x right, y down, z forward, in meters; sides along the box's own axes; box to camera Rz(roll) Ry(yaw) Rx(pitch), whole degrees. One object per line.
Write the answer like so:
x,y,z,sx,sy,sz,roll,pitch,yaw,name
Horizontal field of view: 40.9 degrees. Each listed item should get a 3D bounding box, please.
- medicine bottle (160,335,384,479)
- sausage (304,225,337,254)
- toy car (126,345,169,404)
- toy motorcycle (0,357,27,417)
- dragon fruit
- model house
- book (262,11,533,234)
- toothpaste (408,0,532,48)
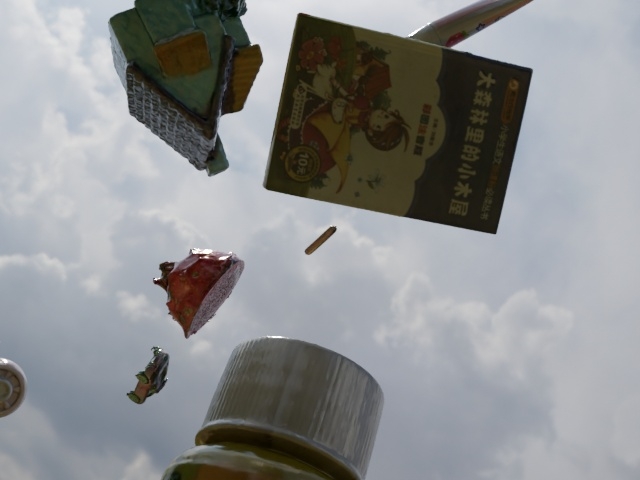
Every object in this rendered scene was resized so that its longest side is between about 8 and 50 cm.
-0.069,0.307,0.879,0.224,0.384,0.224,14,-34,10,medicine bottle
0.000,0.000,1.486,0.015,0.015,0.100,44,-45,-4,sausage
-0.307,0.250,1.559,0.055,0.069,0.142,31,-41,-1,toy car
-0.461,0.128,1.005,0.254,0.112,0.112,29,-32,-25,toy motorcycle
-0.199,0.058,1.325,0.111,0.153,0.153,33,-38,5,dragon fruit
-0.184,-0.242,1.351,0.248,0.230,0.280,64,-12,1,model house
0.103,-0.145,1.103,0.323,0.228,0.018,10,8,-12,book
0.211,-0.300,1.147,0.043,0.194,0.067,65,-4,-30,toothpaste
